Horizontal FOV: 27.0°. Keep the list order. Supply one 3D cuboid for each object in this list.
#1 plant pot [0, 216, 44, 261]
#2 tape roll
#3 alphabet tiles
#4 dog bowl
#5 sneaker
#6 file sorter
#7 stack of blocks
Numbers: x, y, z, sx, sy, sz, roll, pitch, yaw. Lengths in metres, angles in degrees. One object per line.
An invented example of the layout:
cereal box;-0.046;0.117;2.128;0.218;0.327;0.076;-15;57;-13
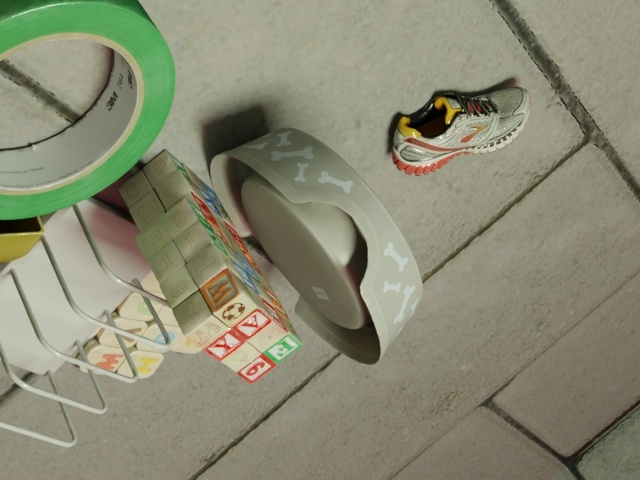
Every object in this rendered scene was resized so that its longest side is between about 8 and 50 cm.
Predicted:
plant pot;-0.404;-0.014;1.663;0.081;0.081;0.083;-5;146;-34
tape roll;-0.327;-0.165;1.541;0.321;0.077;0.321;-23;144;-18
alphabet tiles;-0.236;0.096;1.963;0.278;0.021;0.284;14;121;-46
dog bowl;0.000;0.000;1.790;0.102;0.349;0.348;-38;145;-16
sneaker;0.211;-0.173;1.957;0.225;0.088;0.092;-25;141;-14
file sorter;-0.325;0.110;1.769;0.277;0.173;0.193;-46;138;14
stack of blocks;-0.154;0.022;1.711;0.087;0.297;0.171;-37;143;6
